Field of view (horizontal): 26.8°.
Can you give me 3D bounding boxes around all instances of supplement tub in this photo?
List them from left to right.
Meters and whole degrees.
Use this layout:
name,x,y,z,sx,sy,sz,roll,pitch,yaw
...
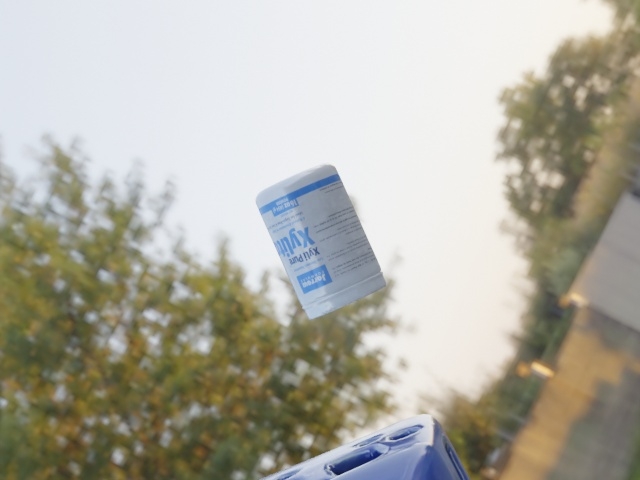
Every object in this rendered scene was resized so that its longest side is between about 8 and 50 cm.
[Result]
name,x,y,z,sx,sy,sz,roll,pitch,yaw
supplement tub,0.000,0.000,1.043,0.071,0.107,0.071,-24,-2,-1

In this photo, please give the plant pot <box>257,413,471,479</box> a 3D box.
name,x,y,z,sx,sy,sz,roll,pitch,yaw
plant pot,0.007,0.233,0.676,0.236,0.236,0.212,-24,-8,-2
